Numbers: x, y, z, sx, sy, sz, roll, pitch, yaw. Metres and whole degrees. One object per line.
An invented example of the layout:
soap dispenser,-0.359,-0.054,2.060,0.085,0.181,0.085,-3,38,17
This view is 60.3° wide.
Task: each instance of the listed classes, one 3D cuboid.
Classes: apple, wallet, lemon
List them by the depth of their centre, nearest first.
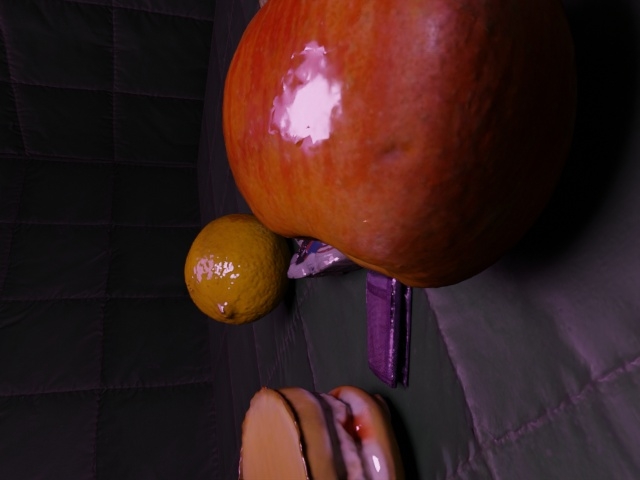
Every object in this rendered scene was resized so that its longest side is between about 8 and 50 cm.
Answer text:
apple,0.067,-0.087,0.470,0.301,0.302,0.301,-179,90,-72
wallet,0.089,0.114,0.780,0.111,0.030,0.165,-172,82,-71
lemon,-0.189,0.064,1.287,0.267,0.268,0.266,-179,90,-72

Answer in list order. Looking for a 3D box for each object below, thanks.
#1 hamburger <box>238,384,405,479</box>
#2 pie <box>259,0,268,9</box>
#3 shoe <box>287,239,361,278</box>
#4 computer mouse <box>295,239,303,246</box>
hamburger,0.003,0.342,0.787,0.302,0.187,0.260,-49,44,49
pie,-0.101,-0.596,1.283,0.274,0.106,0.256,-123,29,-60
shoe,0.001,0.000,0.936,0.228,0.100,0.125,159,103,-65
computer mouse,-0.027,-0.062,1.104,0.089,0.056,0.181,-139,44,-69
